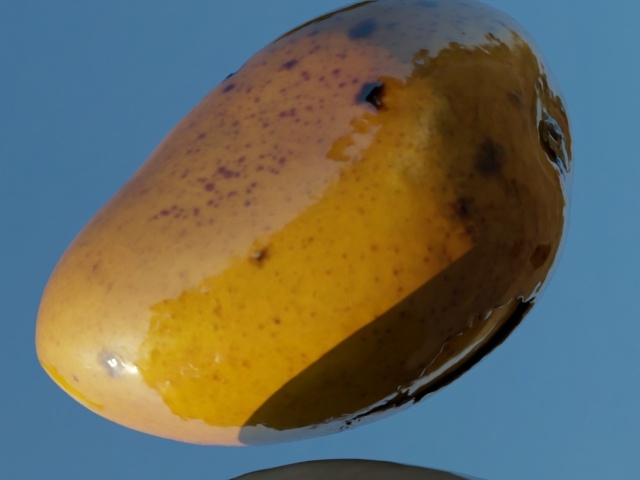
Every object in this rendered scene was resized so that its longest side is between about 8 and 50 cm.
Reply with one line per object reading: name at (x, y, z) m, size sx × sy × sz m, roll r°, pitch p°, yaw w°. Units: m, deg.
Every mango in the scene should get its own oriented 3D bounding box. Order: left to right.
mango at (0.000, 0.000, 0.856) m, size 0.290 × 0.191 × 0.160 m, roll -32°, pitch -37°, yaw -9°

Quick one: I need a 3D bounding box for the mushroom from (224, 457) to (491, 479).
mushroom at (0.031, 0.244, 0.771) m, size 0.294 × 0.362 × 0.362 m, roll -65°, pitch -36°, yaw -57°
